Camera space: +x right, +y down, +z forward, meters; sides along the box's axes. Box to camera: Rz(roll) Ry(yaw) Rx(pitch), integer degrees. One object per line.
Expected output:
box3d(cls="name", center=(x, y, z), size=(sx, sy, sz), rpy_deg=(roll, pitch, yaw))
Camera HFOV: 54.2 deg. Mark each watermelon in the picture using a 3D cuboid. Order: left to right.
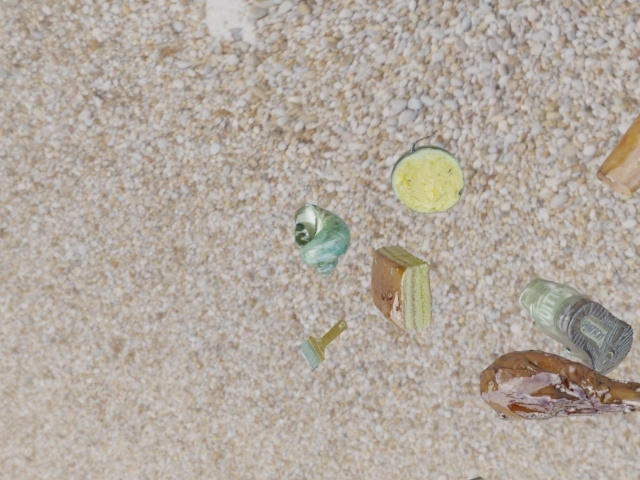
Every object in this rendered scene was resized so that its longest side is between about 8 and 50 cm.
box3d(cls="watermelon", center=(0.310, -0.194, 1.827), size=(0.204, 0.127, 0.232), rpy_deg=(-29, 111, 23))

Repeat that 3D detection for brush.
box3d(cls="brush", center=(0.017, 0.284, 1.802), size=(0.010, 0.218, 0.082), rpy_deg=(-25, 96, 38))

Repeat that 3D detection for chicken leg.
box3d(cls="chicken leg", center=(0.339, 0.185, 0.757), size=(0.304, 0.093, 0.113), rpy_deg=(-4, 148, 40))

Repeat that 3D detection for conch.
box3d(cls="conch", center=(0.001, -0.002, 1.689), size=(0.176, 0.188, 0.122), rpy_deg=(-6, 153, 29))

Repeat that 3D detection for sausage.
box3d(cls="sausage", center=(0.701, -0.220, 1.322), size=(0.109, 0.109, 0.270), rpy_deg=(33, 102, -4))

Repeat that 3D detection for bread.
box3d(cls="bread", center=(0.215, 0.127, 1.723), size=(0.110, 0.234, 0.184), rpy_deg=(-5, 103, -14))

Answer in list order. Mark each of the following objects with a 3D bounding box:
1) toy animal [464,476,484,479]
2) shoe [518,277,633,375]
box3d(cls="toy animal", center=(0.208, 0.406, 0.744), size=(0.138, 0.236, 0.108), rpy_deg=(15, 121, -34))
box3d(cls="shoe", center=(0.469, 0.150, 1.164), size=(0.109, 0.149, 0.293), rpy_deg=(-53, 135, 1))
